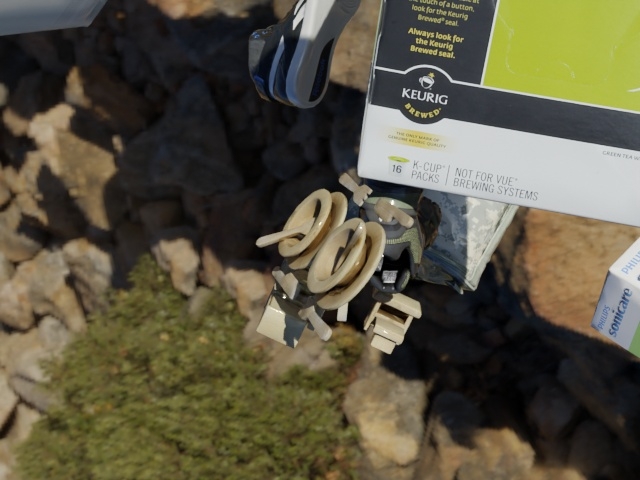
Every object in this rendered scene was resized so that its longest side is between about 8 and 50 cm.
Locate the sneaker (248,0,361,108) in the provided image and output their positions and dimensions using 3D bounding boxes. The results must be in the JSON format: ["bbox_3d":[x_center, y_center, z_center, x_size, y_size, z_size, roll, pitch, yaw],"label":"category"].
[{"bbox_3d":[-0.029,-0.277,1.344,0.121,0.079,0.217,16,84,42],"label":"sneaker"}]

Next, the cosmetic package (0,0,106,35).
[{"bbox_3d":[-0.368,-0.322,0.855,0.377,0.284,0.097,48,117,8],"label":"cosmetic package"}]

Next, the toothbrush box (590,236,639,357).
[{"bbox_3d":[0.517,0.090,1.331,0.283,0.206,0.122,35,146,28],"label":"toothbrush box"}]

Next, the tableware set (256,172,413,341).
[{"bbox_3d":[0.000,0.000,0.963,0.128,0.039,0.194,-54,23,4],"label":"tableware set"}]

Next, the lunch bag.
[{"bbox_3d":[0.229,-0.075,1.865,0.256,0.212,0.305,24,76,38],"label":"lunch bag"}]

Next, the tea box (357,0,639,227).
[{"bbox_3d":[0.225,-0.213,1.028,0.329,0.220,0.324,11,116,4],"label":"tea box"}]

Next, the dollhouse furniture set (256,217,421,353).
[{"bbox_3d":[0.037,0.054,1.100,0.161,0.182,0.101,25,104,-3],"label":"dollhouse furniture set"}]

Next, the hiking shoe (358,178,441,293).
[{"bbox_3d":[0.074,0.000,1.152,0.086,0.227,0.114,12,83,16],"label":"hiking shoe"}]
